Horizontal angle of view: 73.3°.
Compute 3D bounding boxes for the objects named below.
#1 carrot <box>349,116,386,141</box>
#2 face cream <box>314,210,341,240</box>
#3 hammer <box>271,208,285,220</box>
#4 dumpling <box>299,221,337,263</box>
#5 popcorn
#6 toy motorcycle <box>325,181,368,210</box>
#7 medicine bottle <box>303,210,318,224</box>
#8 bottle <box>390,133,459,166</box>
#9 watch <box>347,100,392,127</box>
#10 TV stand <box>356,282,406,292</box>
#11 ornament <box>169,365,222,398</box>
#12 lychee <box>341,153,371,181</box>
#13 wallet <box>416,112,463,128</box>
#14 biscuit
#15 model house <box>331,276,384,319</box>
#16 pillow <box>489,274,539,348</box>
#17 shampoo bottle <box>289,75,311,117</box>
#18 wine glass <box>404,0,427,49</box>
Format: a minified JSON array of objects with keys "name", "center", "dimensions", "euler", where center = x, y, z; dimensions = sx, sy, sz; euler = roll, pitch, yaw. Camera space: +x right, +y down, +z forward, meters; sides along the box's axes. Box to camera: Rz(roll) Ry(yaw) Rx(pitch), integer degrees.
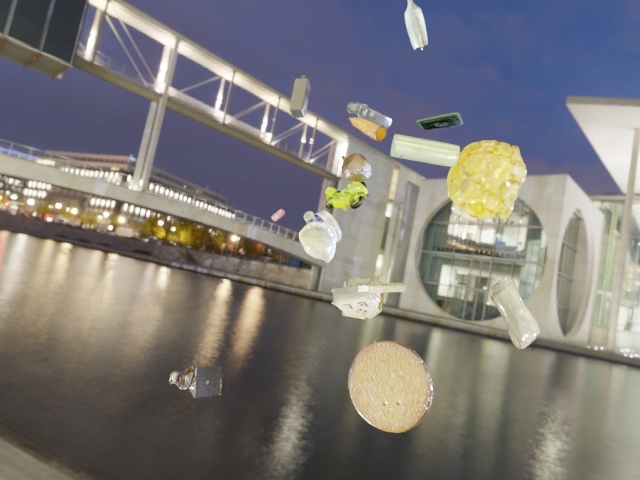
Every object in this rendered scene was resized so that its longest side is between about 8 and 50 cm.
[{"name":"carrot","center":[0.202,-0.518,1.953],"dimensions":[0.205,0.072,0.072],"euler":[35,9,32]},{"name":"face cream","center":[0.028,-0.067,2.457],"dimensions":[0.111,0.205,0.206],"euler":[-32,11,-20]},{"name":"hammer","center":[-0.224,-0.133,2.274],"dimensions":[0.083,0.043,0.043],"euler":[-33,-33,34]},{"name":"dumpling","center":[-0.003,-0.002,1.894],"dimensions":[0.216,0.166,0.126],"euler":[28,-18,-16]},{"name":"popcorn","center":[0.790,-0.300,2.065],"dimensions":[0.354,0.390,0.344],"euler":[-18,-27,-25]},{"name":"toy motorcycle","center":[0.162,-0.273,2.594],"dimensions":[0.342,0.206,0.142],"euler":[4,-43,53]},{"name":"medicine bottle","center":[-0.038,-0.082,2.325],"dimensions":[0.058,0.057,0.199],"euler":[9,-26,20]},{"name":"bottle","center":[0.326,-0.281,1.348],"dimensions":[0.202,0.072,0.072],"euler":[10,-5,-1]},{"name":"watch","center":[0.235,-0.613,2.085],"dimensions":[0.193,0.068,0.206],"euler":[36,21,33]},{"name":"TV stand","center":[0.300,0.230,2.100],"dimensions":[0.250,0.036,0.042],"euler":[0,14,-8]},{"name":"ornament","center":[-0.378,0.399,1.221],"dimensions":[0.203,0.088,0.081],"euler":[-10,-18,36]},{"name":"lychee","center":[0.136,-0.285,1.687],"dimensions":[0.147,0.114,0.114],"euler":[32,-16,-33]},{"name":"wallet","center":[0.697,-0.692,2.511],"dimensions":[0.236,0.055,0.160],"euler":[-5,-7,29]},{"name":"biscuit","center":[0.234,0.492,1.464],"dimensions":[0.306,0.305,0.038],"euler":[8,-6,30]},{"name":"model house","center":[0.256,0.353,2.586],"dimensions":[0.326,0.169,0.244],"euler":[-14,-46,29]},{"name":"pillow","center":[0.631,0.230,1.408],"dimensions":[0.038,0.232,0.130],"euler":[0,-40,-22]},{"name":"shampoo bottle","center":[-0.107,-0.790,2.343],"dimensions":[0.080,0.245,0.080],"euler":[5,-20,12]},{"name":"wine glass","center":[0.311,-0.779,1.456],"dimensions":[0.074,0.262,0.074],"euler":[-17,20,7]}]
